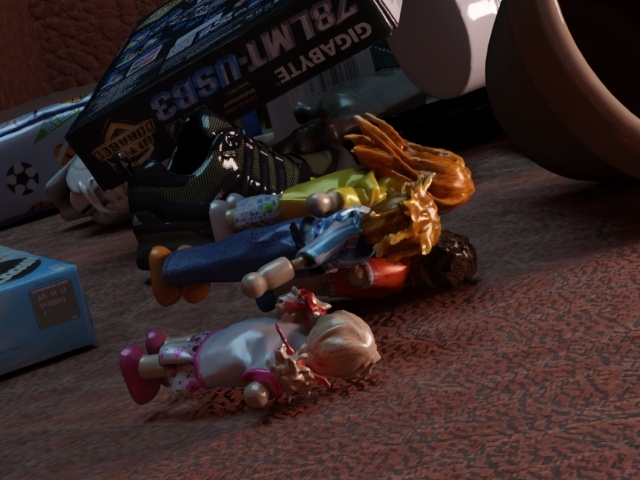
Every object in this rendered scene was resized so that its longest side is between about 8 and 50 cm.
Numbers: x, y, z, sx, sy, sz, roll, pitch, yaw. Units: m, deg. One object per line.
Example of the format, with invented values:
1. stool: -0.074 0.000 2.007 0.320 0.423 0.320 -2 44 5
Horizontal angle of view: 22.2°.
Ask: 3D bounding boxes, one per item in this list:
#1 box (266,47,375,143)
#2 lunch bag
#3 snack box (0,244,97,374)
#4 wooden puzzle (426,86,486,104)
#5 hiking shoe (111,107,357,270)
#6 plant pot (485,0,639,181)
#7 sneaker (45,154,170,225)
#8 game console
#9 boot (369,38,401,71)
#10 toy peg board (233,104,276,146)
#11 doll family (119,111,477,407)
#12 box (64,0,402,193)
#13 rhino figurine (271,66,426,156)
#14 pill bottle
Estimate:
1. box: 0.001 -0.159 1.794 0.101 0.102 0.087 -22 15 -31
2. lunch bag: -0.327 -0.096 1.903 0.303 0.115 0.243 -19 9 -18
3. snack box: -0.298 0.059 1.178 0.187 0.060 0.322 -19 11 -23
4. wooden puzzle: 0.297 -0.228 1.800 0.347 0.080 0.322 -8 12 34
5. hiking shoe: -0.059 -0.056 1.295 0.086 0.114 0.227 -3 16 46
6. plant pot: 0.214 -0.138 1.084 0.263 0.263 0.229 -19 -6 -20
7. sneaker: -0.171 -0.061 1.565 0.118 0.110 0.292 -33 13 -26
8. game console: 0.185 -0.111 1.446 0.213 0.044 0.361 -17 9 -8
9. boot: 0.091 -0.199 1.872 0.198 0.137 0.077 17 76 54
10. toy peg board: -0.050 -0.167 1.969 0.161 0.079 0.160 -18 11 -13
11. doll family: 0.000 0.000 0.907 0.163 0.118 0.263 -10 11 25
12. box: -0.060 -0.191 1.433 0.295 0.073 0.293 -28 20 19
13. rhino figurine: 0.025 -0.119 1.632 0.106 0.073 0.243 -12 12 33
14. pill bottle: 0.205 -0.242 1.529 0.283 0.161 0.161 -26 14 -26
